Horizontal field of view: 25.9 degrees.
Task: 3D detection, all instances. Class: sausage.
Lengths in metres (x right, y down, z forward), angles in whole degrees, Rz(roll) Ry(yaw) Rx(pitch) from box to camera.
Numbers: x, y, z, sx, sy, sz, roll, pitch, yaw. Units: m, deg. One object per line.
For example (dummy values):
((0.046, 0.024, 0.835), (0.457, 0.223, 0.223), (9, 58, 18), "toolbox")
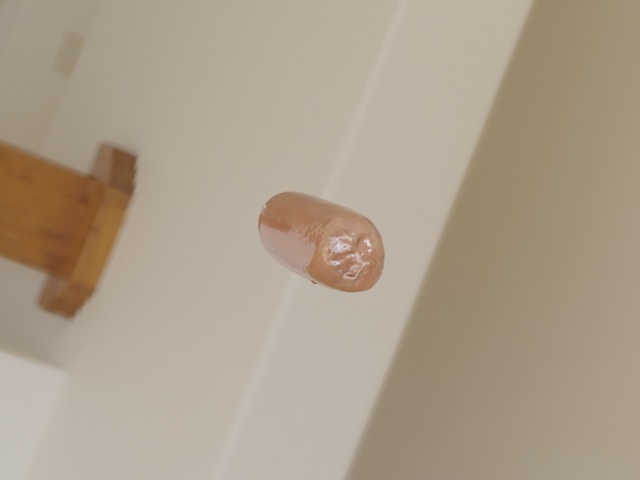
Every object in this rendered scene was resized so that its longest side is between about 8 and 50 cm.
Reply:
((0.000, 0.000, 0.573), (0.034, 0.034, 0.083), (22, 1, -25), "sausage")
